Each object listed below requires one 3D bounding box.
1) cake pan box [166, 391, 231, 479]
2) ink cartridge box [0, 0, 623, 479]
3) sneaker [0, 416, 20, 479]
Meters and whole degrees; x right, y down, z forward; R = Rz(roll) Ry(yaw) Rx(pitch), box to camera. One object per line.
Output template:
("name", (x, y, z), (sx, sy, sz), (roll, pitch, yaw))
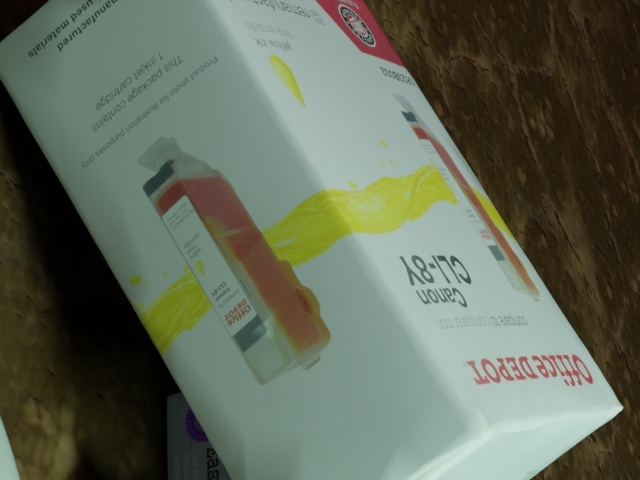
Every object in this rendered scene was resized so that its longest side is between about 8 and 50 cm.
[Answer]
("cake pan box", (-0.013, 0.244, 1.327), (0.246, 0.070, 0.267), (35, 45, -55))
("ink cartridge box", (0.000, 0.000, 1.253), (0.384, 0.160, 0.279), (59, 21, 15))
("sneaker", (-0.189, 0.169, 0.999), (0.108, 0.100, 0.271), (-21, 100, -74))
